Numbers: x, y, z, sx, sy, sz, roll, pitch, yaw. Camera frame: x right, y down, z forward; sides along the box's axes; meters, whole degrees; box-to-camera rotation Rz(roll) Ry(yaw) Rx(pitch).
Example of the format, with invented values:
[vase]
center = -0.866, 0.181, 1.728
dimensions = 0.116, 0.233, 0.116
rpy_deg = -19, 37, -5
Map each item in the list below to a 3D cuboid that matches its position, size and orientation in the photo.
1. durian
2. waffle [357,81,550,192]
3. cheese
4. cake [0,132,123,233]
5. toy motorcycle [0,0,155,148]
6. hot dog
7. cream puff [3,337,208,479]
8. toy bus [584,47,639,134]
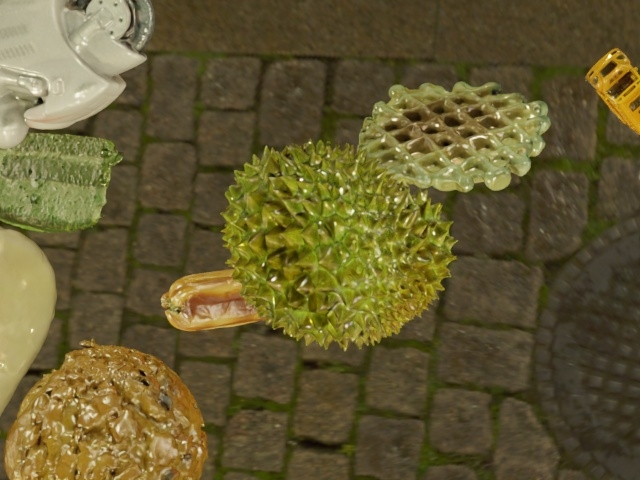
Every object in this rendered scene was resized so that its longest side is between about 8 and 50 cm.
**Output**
[durian]
center = 0.002, 0.001, 1.211
dimensions = 0.237, 0.176, 0.200
rpy_deg = 24, 90, 45
[waffle]
center = 0.204, -0.163, 1.894
dimensions = 0.292, 0.309, 0.056
rpy_deg = 6, 124, 16
[cheese]
center = -0.383, 0.068, 1.153
dimensions = 0.248, 0.173, 0.251
rpy_deg = -50, 52, -2
[cake]
center = -0.292, -0.063, 1.286
dimensions = 0.099, 0.235, 0.100
rpy_deg = 14, 85, -25
[toy motorcycle]
center = -0.275, -0.166, 1.082
dimensions = 0.260, 0.110, 0.171
rpy_deg = 9, 98, 11
[hot dog]
center = -0.156, 0.094, 2.028
dimensions = 0.068, 0.249, 0.100
rpy_deg = 26, 111, 44
[cream puff]
center = -0.156, 0.148, 0.906
dimensions = 0.115, 0.150, 0.165
rpy_deg = -55, 44, 46
[toy bus]
center = 0.487, -0.234, 1.942
dimensions = 0.069, 0.162, 0.074
rpy_deg = -43, 50, 10
